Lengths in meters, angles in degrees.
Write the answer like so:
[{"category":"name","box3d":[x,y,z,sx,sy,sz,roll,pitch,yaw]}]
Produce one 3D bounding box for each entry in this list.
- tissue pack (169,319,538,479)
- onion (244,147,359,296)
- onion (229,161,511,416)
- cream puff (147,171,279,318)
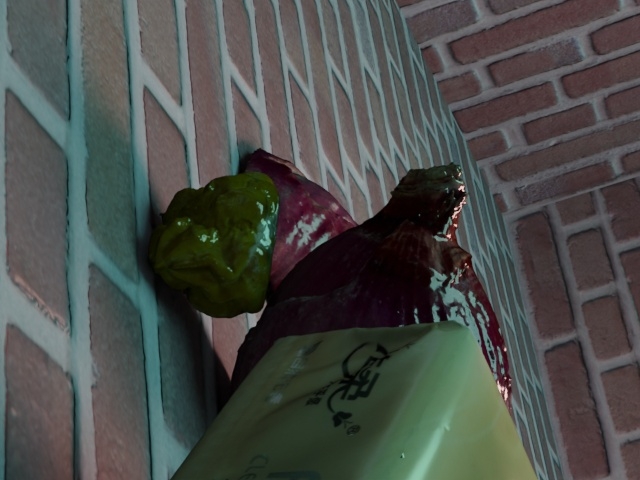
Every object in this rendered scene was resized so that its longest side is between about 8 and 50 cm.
[{"category":"tissue pack","box3d":[0.008,0.299,0.959,0.405,0.205,0.332,-55,128,-47]},{"category":"onion","box3d":[0.000,0.000,1.778,0.250,0.111,0.247,-50,123,-73]},{"category":"onion","box3d":[0.054,0.106,1.374,0.159,0.267,0.349,-72,172,-72]},{"category":"cream puff","box3d":[-0.098,0.003,1.383,0.146,0.116,0.146,-175,-90,-85]}]
